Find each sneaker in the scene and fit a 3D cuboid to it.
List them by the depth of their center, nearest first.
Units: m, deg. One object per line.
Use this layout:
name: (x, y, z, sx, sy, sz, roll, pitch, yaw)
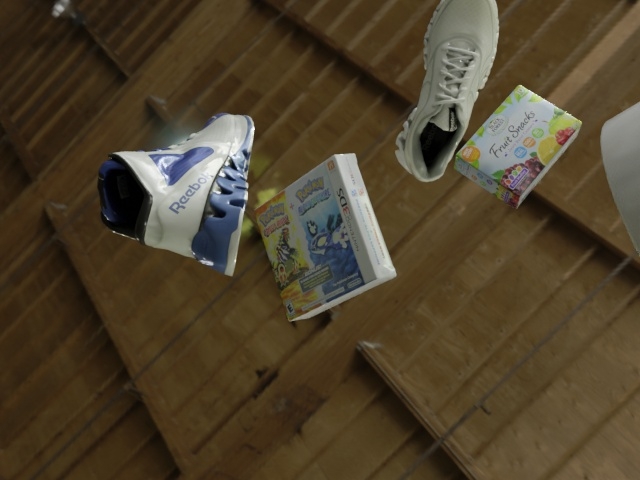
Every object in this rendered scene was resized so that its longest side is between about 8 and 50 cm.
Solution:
sneaker: (-0.187, -0.085, 0.996, 0.315, 0.182, 0.127, -96, -160, -57)
sneaker: (0.188, -0.219, 1.106, 0.118, 0.110, 0.292, -76, 179, -70)

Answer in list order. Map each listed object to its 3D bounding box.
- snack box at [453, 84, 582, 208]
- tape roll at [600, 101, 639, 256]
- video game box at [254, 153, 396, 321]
snack box: (0.256, -0.124, 1.002, 0.100, 0.037, 0.141, 36, -108, 20)
tape roll: (0.338, -0.025, 0.544, 0.169, 0.246, 0.246, -33, -133, 34)
video game box: (0.000, 0.000, 1.120, 0.205, 0.048, 0.187, -31, -109, 44)
